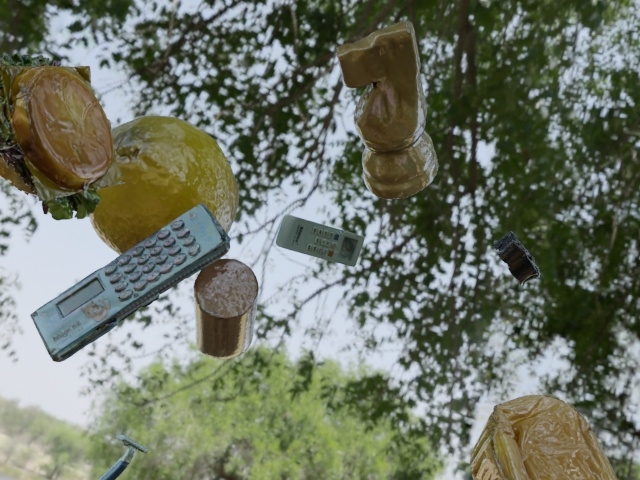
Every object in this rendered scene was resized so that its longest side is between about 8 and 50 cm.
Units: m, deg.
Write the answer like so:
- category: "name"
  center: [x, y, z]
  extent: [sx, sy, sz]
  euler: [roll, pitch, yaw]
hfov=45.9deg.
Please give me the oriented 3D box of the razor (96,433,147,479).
- category: "razor"
  center: [-0.371, 0.401, 1.241]
  extent: [0.037, 0.191, 0.068]
  euler: [41, -8, 42]

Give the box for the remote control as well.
- category: "remote control"
  center: [0.000, 0.000, 1.331]
  extent: [0.162, 0.061, 0.029]
  euler: [17, 7, -30]

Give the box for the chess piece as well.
- category: "chess piece"
  center: [0.114, -0.211, 1.215]
  extent: [0.137, 0.137, 0.301]
  euler: [12, -37, 23]

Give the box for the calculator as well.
- category: "calculator"
  center: [-0.154, 0.033, 0.621]
  extent: [0.057, 0.172, 0.018]
  euler: [51, -9, 30]

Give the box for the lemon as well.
- category: "lemon"
  center: [-0.281, -0.084, 1.349]
  extent: [0.293, 0.293, 0.293]
  euler: [18, -22, 8]

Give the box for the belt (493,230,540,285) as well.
- category: "belt"
  center: [0.429, 0.041, 1.639]
  extent: [0.058, 0.105, 0.140]
  euler: [-32, -41, 14]

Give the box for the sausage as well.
- category: "sausage"
  center: [-0.187, 0.146, 1.480]
  extent: [0.123, 0.123, 0.253]
  euler: [20, -30, 3]

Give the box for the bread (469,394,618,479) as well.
- category: "bread"
  center: [0.380, 0.419, 1.292]
  extent: [0.204, 0.288, 0.156]
  euler: [-9, -47, -15]

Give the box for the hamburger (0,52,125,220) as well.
- category: "hamburger"
  center: [-0.295, -0.110, 0.809]
  extent: [0.093, 0.189, 0.164]
  euler: [-18, -8, 24]
